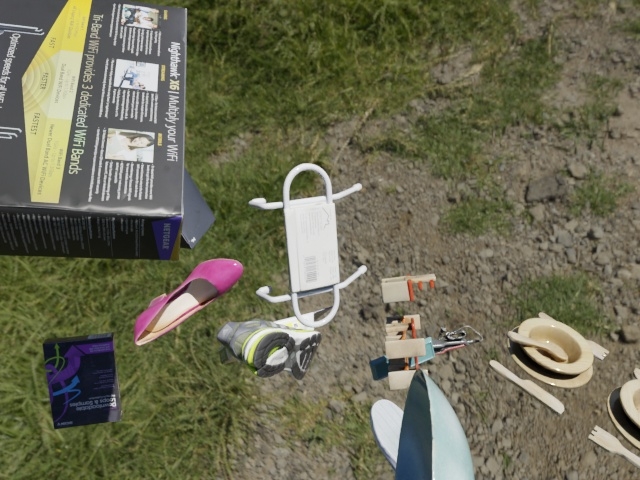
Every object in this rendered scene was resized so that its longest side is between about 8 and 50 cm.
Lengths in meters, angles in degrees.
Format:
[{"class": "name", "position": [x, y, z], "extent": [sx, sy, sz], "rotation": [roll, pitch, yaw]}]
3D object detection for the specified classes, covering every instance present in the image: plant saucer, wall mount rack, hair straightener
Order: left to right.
[{"class": "wall mount rack", "position": [0.000, 0.000, 1.288], "extent": [0.304, 0.350, 0.130], "rotation": [-10, 13, -28]}, {"class": "plant saucer", "position": [0.231, 0.333, 1.627], "extent": [0.192, 0.067, 0.018], "rotation": [-20, 22, -9]}, {"class": "plant saucer", "position": [0.079, 0.191, 0.411], "extent": [0.037, 0.195, 0.195], "rotation": [7, 57, 3]}, {"class": "hair straightener", "position": [0.413, 0.324, 1.890], "extent": [0.230, 0.089, 0.047], "rotation": [-8, 28, -1]}]

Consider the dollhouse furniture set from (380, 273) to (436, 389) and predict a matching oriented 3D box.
[{"class": "dollhouse furniture set", "position": [0.230, 0.220, 1.456], "extent": [0.135, 0.262, 0.259], "rotation": [-6, 94, 8]}]

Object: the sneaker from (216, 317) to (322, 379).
[{"class": "sneaker", "position": [-0.091, 0.203, 1.165], "extent": [0.121, 0.300, 0.111], "rotation": [25, 85, 26]}]

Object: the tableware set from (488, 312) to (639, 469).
[{"class": "tableware set", "position": [0.272, 0.132, 0.557], "extent": [0.194, 0.039, 0.128], "rotation": [34, 41, 29]}]

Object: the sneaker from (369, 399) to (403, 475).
[{"class": "sneaker", "position": [0.178, 0.478, 1.275], "extent": [0.094, 0.091, 0.258], "rotation": [-15, 58, -24]}]

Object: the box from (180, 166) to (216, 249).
[{"class": "box", "position": [-0.317, -0.072, 1.143], "extent": [0.158, 0.156, 0.093], "rotation": [5, 46, 33]}]

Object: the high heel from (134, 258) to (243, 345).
[{"class": "high heel", "position": [-0.256, 0.120, 1.124], "extent": [0.244, 0.082, 0.117], "rotation": [-23, 28, 17]}]

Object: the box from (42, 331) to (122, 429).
[{"class": "box", "position": [-0.418, 0.248, 1.031], "extent": [0.116, 0.162, 0.029], "rotation": [-5, 13, -11]}]

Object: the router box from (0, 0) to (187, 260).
[{"class": "router box", "position": [-0.263, -0.131, 0.597], "extent": [0.242, 0.081, 0.309], "rotation": [3, 55, -15]}]

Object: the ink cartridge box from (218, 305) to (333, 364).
[{"class": "ink cartridge box", "position": [-0.137, 0.299, 1.799], "extent": [0.307, 0.303, 0.072], "rotation": [-8, 72, -23]}]
